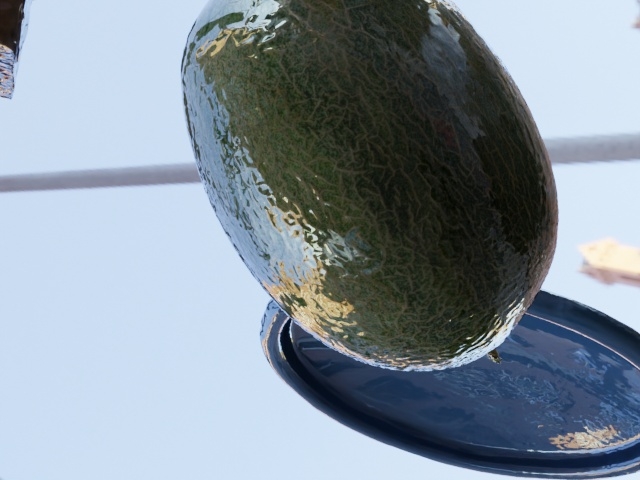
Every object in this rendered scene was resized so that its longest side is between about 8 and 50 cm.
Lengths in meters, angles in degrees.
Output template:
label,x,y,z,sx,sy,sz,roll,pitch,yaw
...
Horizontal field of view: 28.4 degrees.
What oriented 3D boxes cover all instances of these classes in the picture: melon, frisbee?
label,x,y,z,sx,sy,sz,roll,pitch,yaw
melon,0.019,-0.023,0.442,0.114,0.114,0.167,-41,-73,-27
frisbee,0.102,0.081,0.830,0.289,0.290,0.049,41,-126,-37

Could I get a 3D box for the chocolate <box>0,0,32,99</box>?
label,x,y,z,sx,sy,sz,roll,pitch,yaw
chocolate,-0.282,-0.186,0.992,0.112,0.321,0.111,11,-93,-14
